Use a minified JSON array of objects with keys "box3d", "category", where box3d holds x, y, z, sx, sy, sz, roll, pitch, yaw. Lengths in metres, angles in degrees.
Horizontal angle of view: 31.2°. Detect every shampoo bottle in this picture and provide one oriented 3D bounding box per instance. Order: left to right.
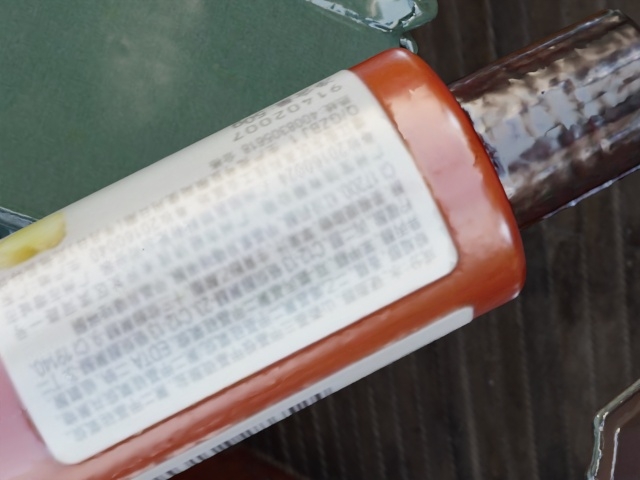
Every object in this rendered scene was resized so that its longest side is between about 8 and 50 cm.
[{"box3d":[0.000,0.000,0.418,0.104,0.278,0.104,63,176,8],"category":"shampoo bottle"}]

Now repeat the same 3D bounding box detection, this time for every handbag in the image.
[{"box3d":[-0.077,-0.092,0.587,0.079,0.260,0.247,126,159,-62],"category":"handbag"}]

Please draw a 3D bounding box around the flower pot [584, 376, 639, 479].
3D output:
[{"box3d":[0.317,0.148,0.801,0.179,0.251,0.084,59,156,-1],"category":"flower pot"}]
